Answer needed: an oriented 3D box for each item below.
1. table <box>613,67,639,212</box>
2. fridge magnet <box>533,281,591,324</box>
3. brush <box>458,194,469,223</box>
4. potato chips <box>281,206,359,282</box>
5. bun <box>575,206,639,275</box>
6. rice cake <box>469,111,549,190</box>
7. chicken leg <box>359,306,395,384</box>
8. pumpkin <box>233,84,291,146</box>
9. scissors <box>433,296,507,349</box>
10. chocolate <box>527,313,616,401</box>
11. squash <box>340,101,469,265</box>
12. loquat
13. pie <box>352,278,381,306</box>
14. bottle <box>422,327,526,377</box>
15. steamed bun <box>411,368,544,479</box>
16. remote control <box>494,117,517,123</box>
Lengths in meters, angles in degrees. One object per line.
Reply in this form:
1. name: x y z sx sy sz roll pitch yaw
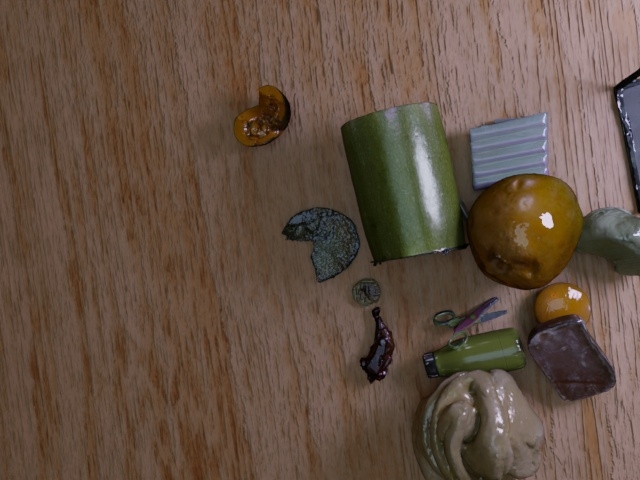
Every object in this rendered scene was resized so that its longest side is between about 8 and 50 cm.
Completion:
1. table: 0.856 -0.247 1.322 0.222 0.272 0.335 -12 91 13
2. fridge magnet: 0.631 0.179 1.505 0.143 0.063 0.143 1 94 10
3. brush: 0.430 -0.015 1.557 0.042 0.039 0.299 -29 84 9
4. potato chips: 0.001 0.000 1.656 0.220 0.029 0.202 37 100 5
5. bun: 0.742 -0.006 1.429 0.212 0.204 0.127 37 74 -25
6. rice cake: 0.491 -0.229 1.496 0.198 0.037 0.189 -2 97 12
7. chicken leg: 0.165 0.300 1.624 0.089 0.048 0.219 13 96 8
8. pumpkin: -0.153 -0.343 1.627 0.183 0.107 0.119 -42 77 19
9. scissors: 0.406 0.212 1.548 0.187 0.134 0.020 -26 130 3
10. chocolate: 0.639 0.287 1.472 0.157 0.080 0.254 -28 111 30
11. squash: 0.215 -0.137 1.479 0.263 0.263 0.385 -12 91 13
12. loquat: 0.505 -0.025 1.408 0.283 0.276 0.276 -30 86 -20
13. pie: 0.131 0.147 1.637 0.084 0.020 0.084 1 93 12
14. bottle: 0.406 0.311 1.538 0.260 0.112 0.112 -15 90 13
15. steamed bun: 0.390 0.520 1.466 0.324 0.230 0.372 32 120 4
16. remote control: 0.494 -0.242 1.528 0.061 0.029 0.162 -1 98 15
